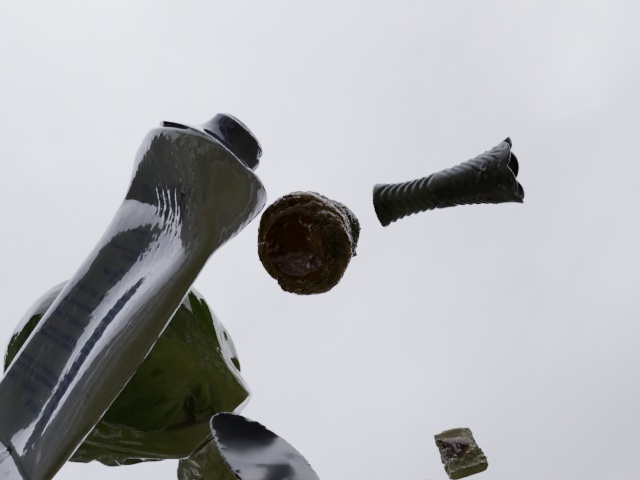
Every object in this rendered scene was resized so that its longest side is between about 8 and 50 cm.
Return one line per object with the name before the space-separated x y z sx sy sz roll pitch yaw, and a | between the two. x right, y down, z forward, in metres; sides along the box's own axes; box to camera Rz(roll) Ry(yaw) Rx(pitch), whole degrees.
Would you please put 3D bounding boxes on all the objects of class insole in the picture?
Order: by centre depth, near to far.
insole | -0.016 0.286 0.795 0.119 0.348 0.009 10 -74 -47

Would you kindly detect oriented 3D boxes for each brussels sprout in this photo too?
brussels sprout | -0.278 0.188 1.090 0.354 0.289 0.282 29 -64 10

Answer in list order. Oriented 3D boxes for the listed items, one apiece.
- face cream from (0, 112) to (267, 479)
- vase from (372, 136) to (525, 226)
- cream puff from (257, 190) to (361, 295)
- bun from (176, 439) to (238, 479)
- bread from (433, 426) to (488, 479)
face cream | -0.199 0.047 0.712 0.137 0.234 0.420 44 -109 -32
vase | 0.207 -0.086 1.201 0.237 0.115 0.115 -13 -52 22
cream puff | 0.000 0.000 1.292 0.169 0.183 0.183 -12 -48 -59
bun | -0.189 0.488 1.487 0.231 0.133 0.231 0 -41 0
bread | 0.231 0.349 1.198 0.070 0.083 0.035 -10 -50 -9
